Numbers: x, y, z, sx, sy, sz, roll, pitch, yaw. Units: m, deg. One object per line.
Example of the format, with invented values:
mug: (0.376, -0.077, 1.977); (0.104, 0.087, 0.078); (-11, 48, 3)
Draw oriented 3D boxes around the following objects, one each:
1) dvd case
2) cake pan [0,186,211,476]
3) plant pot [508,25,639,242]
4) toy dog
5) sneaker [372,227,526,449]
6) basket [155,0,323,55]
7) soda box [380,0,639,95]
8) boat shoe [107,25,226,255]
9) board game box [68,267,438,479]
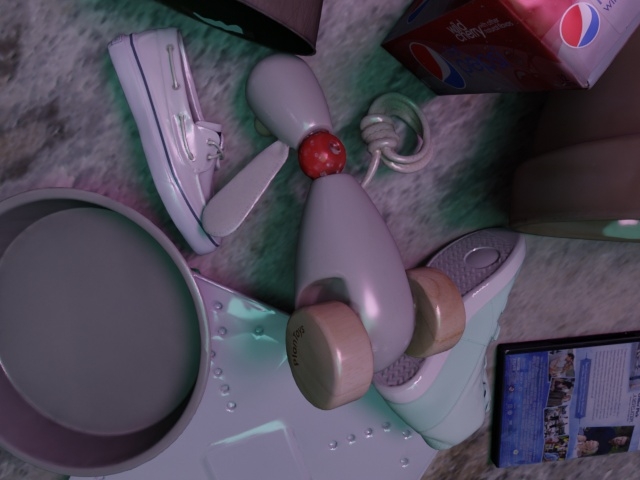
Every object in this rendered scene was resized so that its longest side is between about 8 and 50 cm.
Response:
dvd case: (0.358, 0.213, 0.677); (0.252, 0.022, 0.181); (-4, 105, -6)
cake pan: (-0.245, 0.092, 0.514); (0.293, 0.054, 0.293); (1, 97, 8)
plant pot: (0.346, -0.141, 0.451); (0.323, 0.323, 0.281); (3, 89, -8)
toy dog: (0.000, 0.000, 0.492); (0.220, 0.334, 0.161); (13, 148, -27)
sneaker: (0.165, 0.108, 0.570); (0.256, 0.094, 0.151); (-47, 124, -23)
basket: (-0.062, -0.305, 0.416); (0.204, 0.154, 0.227); (15, 99, -23)
soda box: (0.137, -0.181, 0.413); (0.092, 0.263, 0.083); (36, 97, -15)
boat shoe: (-0.131, -0.097, 0.496); (0.075, 0.083, 0.226); (-20, 106, 0)
board game box: (-0.078, 0.271, 0.623); (0.389, 0.050, 0.390); (26, 100, -13)
